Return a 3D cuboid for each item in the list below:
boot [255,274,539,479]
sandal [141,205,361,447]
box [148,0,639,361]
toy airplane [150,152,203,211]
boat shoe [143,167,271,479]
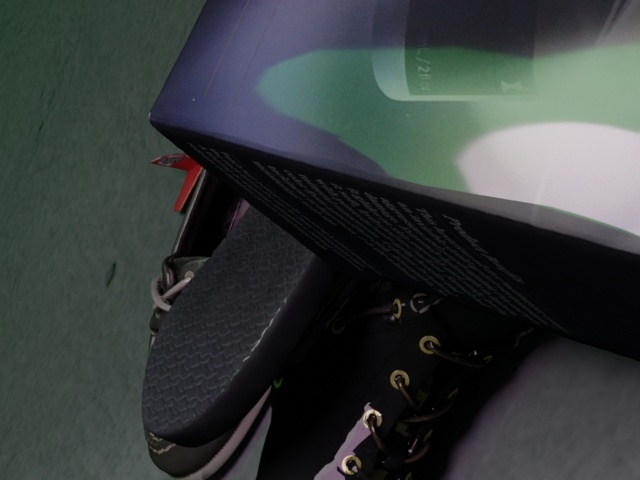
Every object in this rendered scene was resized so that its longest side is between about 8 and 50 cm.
[{"bbox_3d":[0.044,0.091,0.981,0.236,0.085,0.179,-18,53,51],"label":"boot"},{"bbox_3d":[0.001,0.000,0.999,0.097,0.054,0.254,6,59,56],"label":"sandal"},{"bbox_3d":[0.138,-0.113,0.822,0.294,0.183,0.296,17,77,38],"label":"box"},{"bbox_3d":[-0.067,-0.060,1.353,0.151,0.028,0.151,-40,32,31],"label":"toy airplane"},{"bbox_3d":[-0.050,-0.021,1.216,0.112,0.095,0.335,-1,62,58],"label":"boat shoe"}]
